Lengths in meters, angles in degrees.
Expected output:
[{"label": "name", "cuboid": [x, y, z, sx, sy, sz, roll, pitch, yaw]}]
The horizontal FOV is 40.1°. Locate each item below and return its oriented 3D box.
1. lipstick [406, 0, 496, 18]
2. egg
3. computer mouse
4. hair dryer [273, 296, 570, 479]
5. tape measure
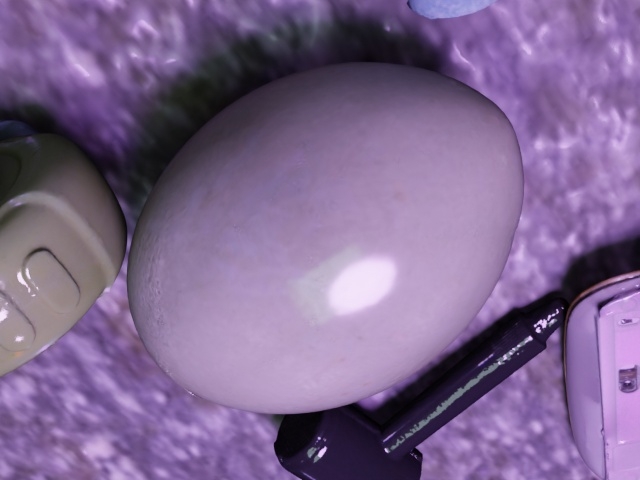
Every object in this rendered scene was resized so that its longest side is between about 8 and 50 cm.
[{"label": "lipstick", "cuboid": [0.043, -0.238, 0.404, 0.061, 0.068, 0.274, -14, 131, 7]}, {"label": "egg", "cuboid": [0.000, 0.000, 0.510, 0.253, 0.187, 0.186, -35, 120, 23]}, {"label": "computer mouse", "cuboid": [0.254, 0.102, 0.671, 0.125, 0.056, 0.245, -13, 130, 6]}, {"label": "hair dryer", "cuboid": [0.084, 0.118, 0.675, 0.114, 0.071, 0.248, 38, 112, -25]}, {"label": "tape measure", "cuboid": [-0.203, 0.006, 0.510, 0.175, 0.200, 0.106, -26, 122, 5]}]
